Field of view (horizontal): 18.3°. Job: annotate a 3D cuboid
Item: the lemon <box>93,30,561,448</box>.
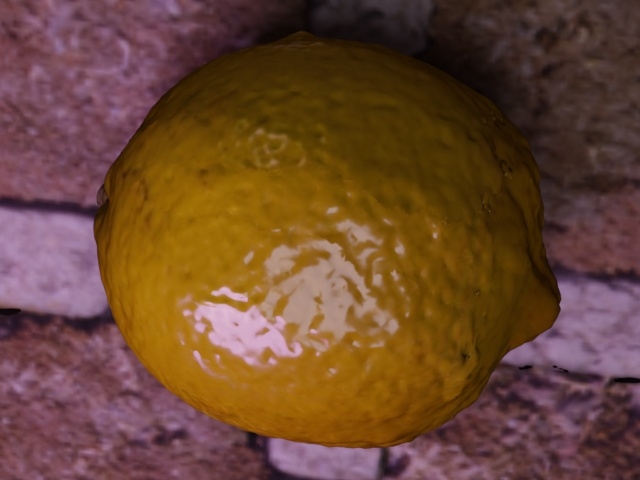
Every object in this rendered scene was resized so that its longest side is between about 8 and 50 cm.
[{"bbox_3d":[0.000,0.000,0.928,0.231,0.192,0.192,14,121,13],"label":"lemon"}]
